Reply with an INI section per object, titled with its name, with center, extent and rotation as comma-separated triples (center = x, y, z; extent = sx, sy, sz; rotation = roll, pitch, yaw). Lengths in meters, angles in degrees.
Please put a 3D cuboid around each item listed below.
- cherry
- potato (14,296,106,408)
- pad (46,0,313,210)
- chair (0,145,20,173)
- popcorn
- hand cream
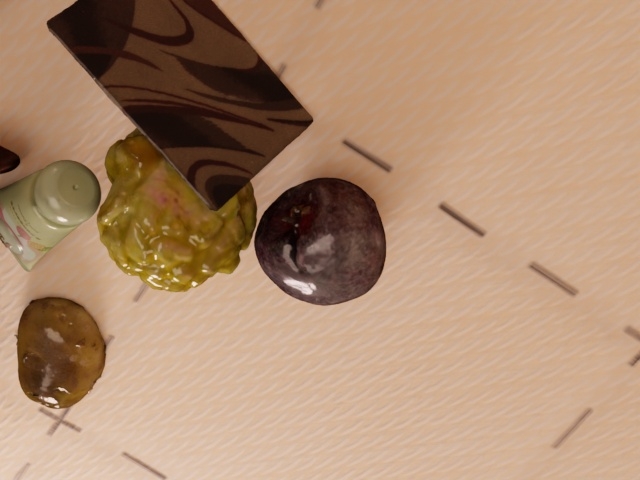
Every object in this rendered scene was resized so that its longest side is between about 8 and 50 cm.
[cherry]
center = 0.004, 0.008, 1.268
extent = 0.195, 0.195, 0.195
rotation = 3, 112, 8
[potato]
center = -0.450, 0.196, 1.468
extent = 0.164, 0.081, 0.200
rotation = 9, 111, 6
[pad]
center = -0.181, -0.225, 1.199
extent = 0.330, 0.220, 0.004
rotation = 48, 153, -9
[chair]
center = -0.670, -0.137, 1.288
extent = 0.401, 0.226, 0.226
rotation = 31, 113, -5
[popcorn]
center = -0.212, -0.049, 1.260
extent = 0.259, 0.259, 0.212
rotation = 38, 148, -7
[hand cream]
center = -0.429, -0.041, 1.322
extent = 0.306, 0.093, 0.147
rotation = -19, 110, 50
